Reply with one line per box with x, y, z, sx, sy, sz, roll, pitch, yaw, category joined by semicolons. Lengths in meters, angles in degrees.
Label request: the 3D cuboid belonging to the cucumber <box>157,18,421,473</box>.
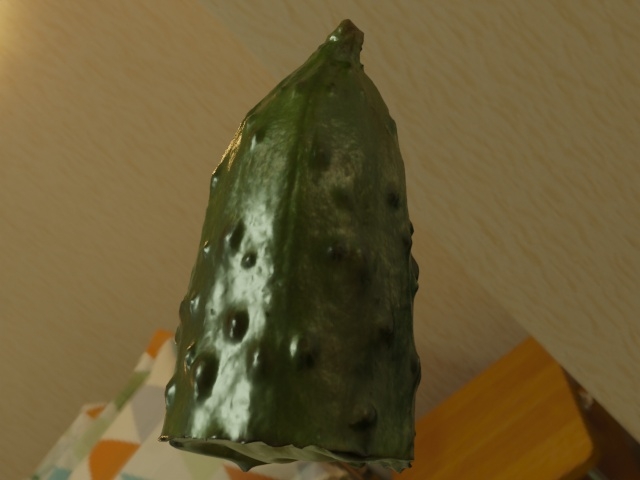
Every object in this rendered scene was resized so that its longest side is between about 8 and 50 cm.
-0.003;0.000;0.499;0.134;0.134;0.244;-17;62;60;cucumber
